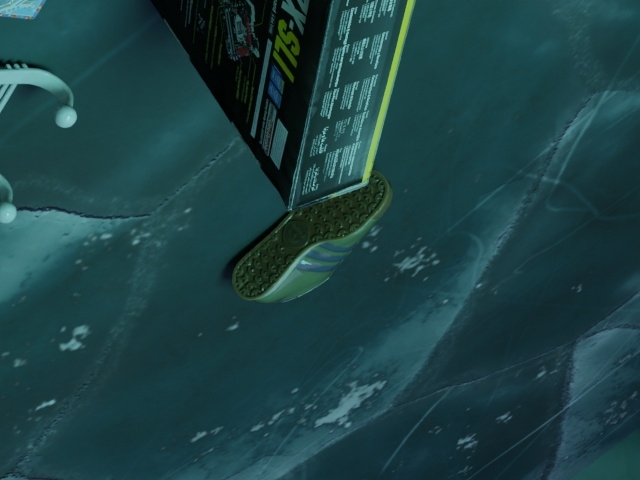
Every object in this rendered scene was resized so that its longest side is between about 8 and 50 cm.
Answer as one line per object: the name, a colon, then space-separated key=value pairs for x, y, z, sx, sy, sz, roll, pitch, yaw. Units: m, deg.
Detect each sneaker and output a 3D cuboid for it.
sneaker: x=0.000 y=0.000 z=1.736 sx=0.192 sy=0.064 sz=0.086 roll=-38 pitch=159 yaw=7

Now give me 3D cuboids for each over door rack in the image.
over door rack: x=-0.361 y=-0.031 z=1.267 sx=0.324 sy=0.108 sz=0.239 roll=3 pitch=134 yaw=-47

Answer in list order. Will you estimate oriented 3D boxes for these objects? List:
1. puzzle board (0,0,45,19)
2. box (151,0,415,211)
puzzle board: x=-0.235 y=-0.202 z=1.225 sx=0.128 sy=0.011 sz=0.096 roll=-3 pitch=139 yaw=-51
box: x=-0.031 y=-0.219 z=1.163 sx=0.079 sy=0.257 sz=0.322 roll=-21 pitch=148 yaw=-25
